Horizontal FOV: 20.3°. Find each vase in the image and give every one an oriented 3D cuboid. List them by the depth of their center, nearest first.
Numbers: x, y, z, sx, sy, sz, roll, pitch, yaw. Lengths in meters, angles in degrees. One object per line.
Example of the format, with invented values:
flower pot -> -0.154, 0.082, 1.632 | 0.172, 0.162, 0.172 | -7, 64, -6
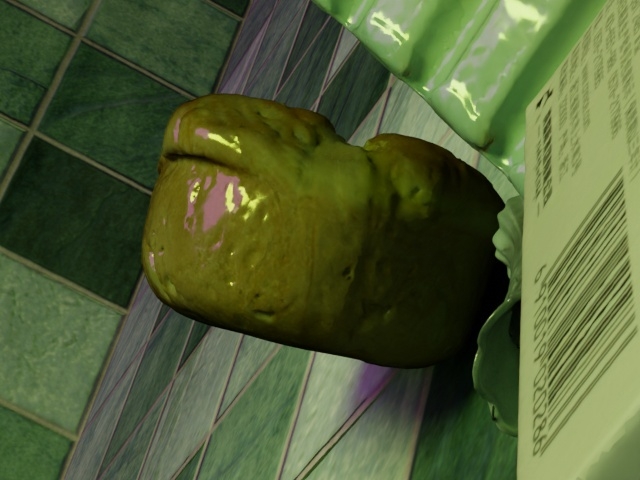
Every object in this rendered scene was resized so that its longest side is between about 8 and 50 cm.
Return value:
vase -> 0.110, 0.024, 0.809 | 0.081, 0.081, 0.148 | -58, 7, 24

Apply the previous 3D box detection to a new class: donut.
donut -> 0.000, 0.000, 1.035 | 0.261, 0.208, 0.128 | 67, -144, -86

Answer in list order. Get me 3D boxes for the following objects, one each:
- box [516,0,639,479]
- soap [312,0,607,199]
box -> 0.162, -0.030, 0.564 | 0.203, 0.116, 0.274 | -56, 12, 30
soap -> 0.155, -0.197, 0.767 | 0.115, 0.208, 0.347 | 0, -52, -52
